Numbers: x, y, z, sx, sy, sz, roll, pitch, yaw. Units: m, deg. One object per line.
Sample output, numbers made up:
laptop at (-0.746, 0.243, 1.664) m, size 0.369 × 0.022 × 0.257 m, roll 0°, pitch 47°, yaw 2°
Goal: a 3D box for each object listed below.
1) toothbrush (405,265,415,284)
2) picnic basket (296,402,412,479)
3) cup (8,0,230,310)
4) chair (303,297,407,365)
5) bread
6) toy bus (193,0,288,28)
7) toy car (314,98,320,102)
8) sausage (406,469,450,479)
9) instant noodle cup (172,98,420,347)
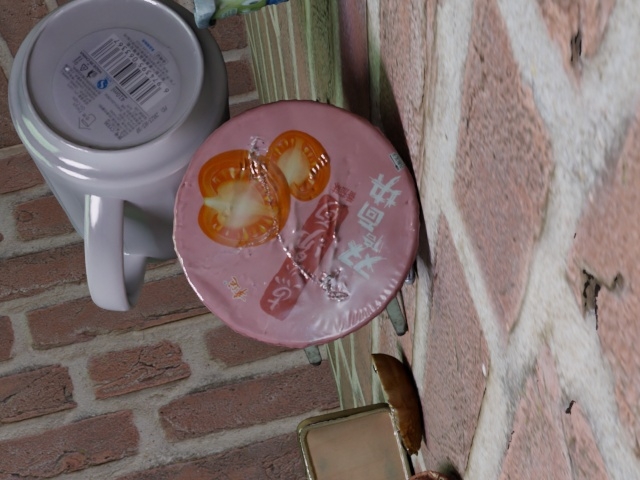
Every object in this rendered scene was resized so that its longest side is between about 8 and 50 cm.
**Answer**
toothbrush at (0.065, -0.050, 1.313) m, size 0.321 × 0.023 × 0.031 m, roll -111°, pitch 15°, yaw -55°
picnic basket at (0.067, 0.399, 1.735) m, size 0.139 × 0.165 × 0.267 m, roll 102°, pitch 154°, yaw -79°
cup at (-0.229, -0.090, 1.288) m, size 0.327 × 0.236 × 0.323 m, roll 99°, pitch 179°, yaw -73°
chair at (0.000, 0.000, 1.372) m, size 0.147 × 0.136 × 0.270 m, roll -108°, pitch -1°, yaw -63°
bread at (0.107, 0.212, 1.466) m, size 0.129 × 0.044 × 0.126 m, roll -115°, pitch 5°, yaw -58°
toy bus at (-0.086, -0.388, 1.108) m, size 0.152 × 0.190 × 0.312 m, roll -139°, pitch 36°, yaw -82°
toy car at (0.001, -0.125, 1.699) m, size 0.093 × 0.058 × 0.186 m, roll -113°, pitch 11°, yaw -57°
sausage at (0.126, 0.329, 1.325) m, size 0.327 × 0.079 × 0.087 m, roll 94°, pitch 173°, yaw -72°
instant noodle cup at (-0.029, -0.026, 1.168) m, size 0.231 × 0.242 × 0.243 m, roll -129°, pitch 26°, yaw -84°
